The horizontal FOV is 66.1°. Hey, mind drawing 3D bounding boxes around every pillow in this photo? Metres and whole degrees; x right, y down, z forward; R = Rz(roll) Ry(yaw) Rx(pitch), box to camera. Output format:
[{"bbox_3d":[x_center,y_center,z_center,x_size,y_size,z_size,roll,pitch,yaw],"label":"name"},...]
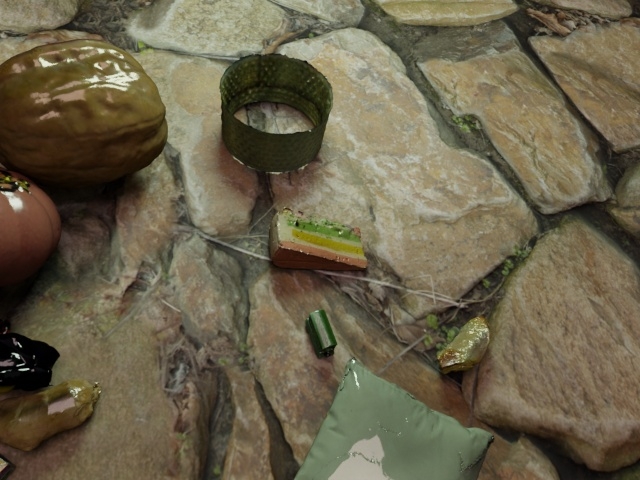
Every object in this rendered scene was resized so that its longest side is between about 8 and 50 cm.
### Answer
[{"bbox_3d":[0.117,0.397,0.829,0.310,0.119,0.312,29,58,2],"label":"pillow"}]

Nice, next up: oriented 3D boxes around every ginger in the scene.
[{"bbox_3d":[-0.459,0.284,0.807,0.190,0.068,0.095,-18,32,-20],"label":"ginger"}]

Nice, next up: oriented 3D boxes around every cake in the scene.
[{"bbox_3d":[-0.010,0.011,1.086,0.226,0.090,0.109,12,53,-27],"label":"cake"}]

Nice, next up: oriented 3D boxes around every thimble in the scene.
[{"bbox_3d":[-0.111,-0.306,1.190,0.271,0.150,0.270,5,58,-8],"label":"thimble"}]

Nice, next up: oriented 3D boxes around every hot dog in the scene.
[{"bbox_3d":[0.299,0.226,1.004,0.169,0.061,0.078,-36,30,-29],"label":"hot dog"}]

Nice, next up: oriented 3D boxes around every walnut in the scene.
[{"bbox_3d":[-0.497,-0.247,0.995,0.344,0.306,0.306,-18,64,-32],"label":"walnut"}]

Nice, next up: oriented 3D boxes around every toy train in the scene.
[{"bbox_3d":[0.003,0.183,0.972,0.038,0.056,0.093,-12,63,-20],"label":"toy train"}]

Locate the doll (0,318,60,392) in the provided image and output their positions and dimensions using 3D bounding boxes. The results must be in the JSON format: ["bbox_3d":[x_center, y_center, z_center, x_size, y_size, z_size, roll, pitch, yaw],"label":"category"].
[{"bbox_3d":[-0.542,0.185,0.823,0.249,0.088,0.127,20,45,13],"label":"doll"}]

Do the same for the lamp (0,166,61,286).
[{"bbox_3d":[-0.624,-0.015,0.852,0.306,0.239,0.305,19,12,-4],"label":"lamp"}]

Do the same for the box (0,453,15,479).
[{"bbox_3d":[-0.581,0.317,0.776,0.207,0.041,0.050,33,58,8],"label":"box"}]
